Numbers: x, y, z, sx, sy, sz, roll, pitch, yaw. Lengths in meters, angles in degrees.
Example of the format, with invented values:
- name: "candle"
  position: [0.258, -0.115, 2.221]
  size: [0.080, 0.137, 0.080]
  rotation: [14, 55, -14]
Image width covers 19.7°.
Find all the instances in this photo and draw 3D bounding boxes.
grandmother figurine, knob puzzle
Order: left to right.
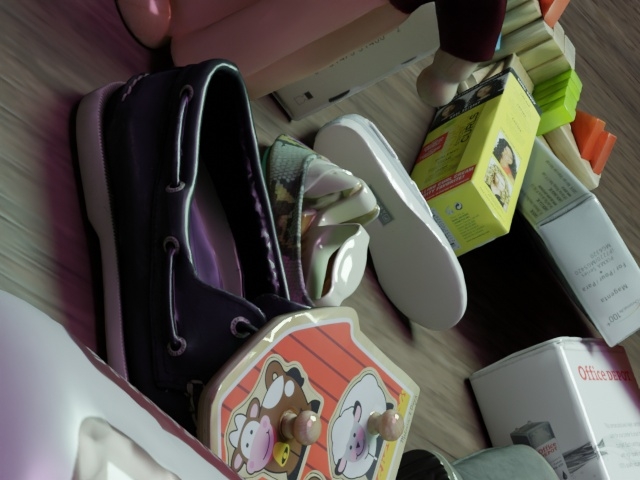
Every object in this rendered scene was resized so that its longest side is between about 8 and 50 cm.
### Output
- name: "knob puzzle"
  position: [-0.005, 0.125, 1.035]
  size: [0.213, 0.030, 0.213]
  rotation: [-8, 100, -55]
- name: "grandmother figurine"
  position: [0.043, -0.183, 1.209]
  size: [0.208, 0.342, 0.104]
  rotation: [55, 27, -20]

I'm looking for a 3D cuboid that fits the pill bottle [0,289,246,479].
- name: "pill bottle"
  position: [-0.127, 0.158, 0.721]
  size: [0.392, 0.224, 0.224]
  rotation: [45, 32, -36]

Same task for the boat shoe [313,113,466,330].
- name: "boat shoe"
  position: [0.058, -0.017, 1.430]
  size: [0.184, 0.066, 0.063]
  rotation: [53, 27, -4]

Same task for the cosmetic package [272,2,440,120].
- name: "cosmetic package"
  position: [0.037, -0.243, 1.468]
  size: [0.113, 0.160, 0.309]
  rotation: [52, 27, -25]

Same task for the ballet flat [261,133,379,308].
- name: "ballet flat"
  position: [0.000, 0.000, 1.273]
  size: [0.077, 0.079, 0.221]
  rotation: [47, 31, -33]

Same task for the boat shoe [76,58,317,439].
- name: "boat shoe"
  position: [-0.052, 0.044, 1.094]
  size: [0.127, 0.113, 0.340]
  rotation: [26, 46, -55]

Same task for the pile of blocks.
- name: "pile of blocks"
  position: [0.193, -0.199, 1.781]
  size: [0.149, 0.113, 0.362]
  rotation: [-17, 83, -65]

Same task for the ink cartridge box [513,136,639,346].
- name: "ink cartridge box"
  position: [0.240, 0.031, 1.619]
  size: [0.239, 0.060, 0.275]
  rotation: [57, 3, -17]

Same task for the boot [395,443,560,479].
- name: "boot"
  position: [0.132, 0.233, 1.346]
  size: [0.208, 0.076, 0.189]
  rotation: [25, 48, -63]

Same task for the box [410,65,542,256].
- name: "box"
  position: [0.128, -0.064, 1.570]
  size: [0.058, 0.087, 0.232]
  rotation: [54, 28, -17]

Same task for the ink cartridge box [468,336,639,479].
- name: "ink cartridge box"
  position: [0.221, 0.195, 1.511]
  size: [0.158, 0.092, 0.217]
  rotation: [9, 61, -61]
